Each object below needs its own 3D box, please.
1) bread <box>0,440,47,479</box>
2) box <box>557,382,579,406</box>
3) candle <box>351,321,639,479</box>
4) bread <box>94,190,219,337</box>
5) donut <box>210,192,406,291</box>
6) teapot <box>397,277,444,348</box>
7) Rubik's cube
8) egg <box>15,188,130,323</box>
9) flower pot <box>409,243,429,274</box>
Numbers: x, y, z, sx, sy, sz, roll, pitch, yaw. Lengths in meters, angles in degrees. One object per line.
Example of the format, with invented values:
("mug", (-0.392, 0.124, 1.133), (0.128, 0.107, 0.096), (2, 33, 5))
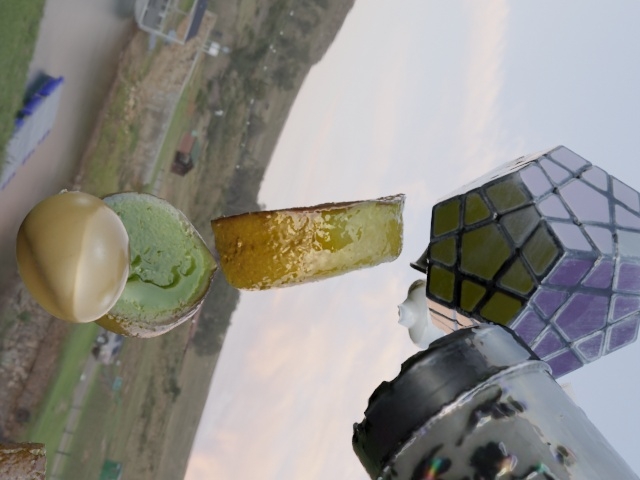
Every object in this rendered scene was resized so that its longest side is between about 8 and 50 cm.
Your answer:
("bread", (-0.422, 0.295, 0.749), (0.103, 0.172, 0.131), (47, -62, 55))
("box", (0.451, 0.423, 1.316), (0.203, 0.106, 0.251), (-34, -107, 64))
("candle", (0.165, 0.230, 0.494), (0.330, 0.188, 0.187), (56, -50, 36))
("bread", (-0.270, 0.033, 0.966), (0.070, 0.236, 0.236), (-40, -149, 48))
("donut", (0.000, 0.000, 1.385), (0.435, 0.378, 0.163), (-13, 95, -64))
("teapot", (0.291, 0.214, 1.882), (0.298, 0.140, 0.204), (49, 37, -75))
("Rubik's cube", (0.285, 0.030, 0.876), (0.319, 0.264, 0.319), (-26, -176, 2))
("egg", (-0.179, 0.014, 0.472), (0.080, 0.080, 0.096), (-59, -139, 36))
("flower pot", (0.329, 0.025, 1.430), (0.235, 0.236, 0.148), (-149, -104, -76))
